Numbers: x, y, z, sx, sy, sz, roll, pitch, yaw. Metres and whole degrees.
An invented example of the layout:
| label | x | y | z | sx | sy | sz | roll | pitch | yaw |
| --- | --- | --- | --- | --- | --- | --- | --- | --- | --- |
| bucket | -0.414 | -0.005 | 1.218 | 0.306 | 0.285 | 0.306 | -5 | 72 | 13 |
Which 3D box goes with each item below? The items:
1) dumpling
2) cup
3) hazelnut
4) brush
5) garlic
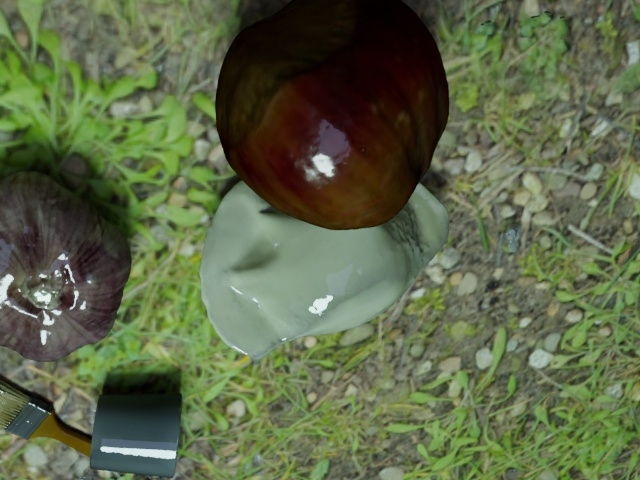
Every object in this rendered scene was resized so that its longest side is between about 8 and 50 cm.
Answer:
| label | x | y | z | sx | sy | sz | roll | pitch | yaw |
| --- | --- | --- | --- | --- | --- | --- | --- | --- | --- |
| dumpling | 0.004 | -0.002 | 0.635 | 0.215 | 0.126 | 0.166 | -27 | 90 | 7 |
| cup | -0.176 | 0.189 | 0.688 | 0.077 | 0.078 | 0.100 | 6 | 141 | -12 |
| hazelnut | 0.010 | -0.095 | 0.539 | 0.178 | 0.204 | 0.178 | 0 | 123 | 0 |
| brush | -0.251 | 0.187 | 0.695 | 0.170 | 0.014 | 0.043 | 38 | 101 | -26 |
| garlic | -0.229 | 0.026 | 0.582 | 0.147 | 0.102 | 0.159 | -14 | 115 | -7 |
